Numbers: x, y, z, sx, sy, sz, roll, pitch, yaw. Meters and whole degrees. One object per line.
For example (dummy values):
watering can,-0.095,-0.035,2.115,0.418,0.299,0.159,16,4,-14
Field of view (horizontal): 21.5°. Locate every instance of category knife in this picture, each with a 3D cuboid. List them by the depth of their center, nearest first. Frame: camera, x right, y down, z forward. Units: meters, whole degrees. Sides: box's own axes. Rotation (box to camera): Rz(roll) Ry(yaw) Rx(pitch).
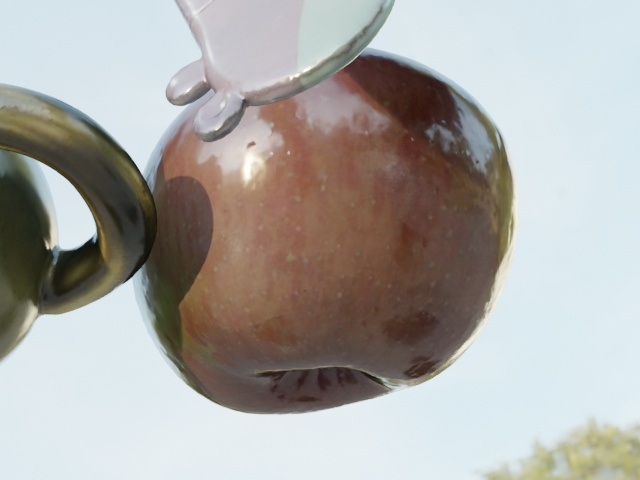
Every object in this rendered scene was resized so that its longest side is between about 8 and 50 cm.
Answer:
knife,-0.061,-0.171,0.974,0.132,0.398,0.038,-35,-54,3

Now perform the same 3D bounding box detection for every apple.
apple,0.000,0.000,1.260,0.306,0.235,0.305,-2,-22,-1

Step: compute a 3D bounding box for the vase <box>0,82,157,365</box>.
vase,-0.272,-0.038,1.165,0.329,0.240,0.302,6,-44,11
